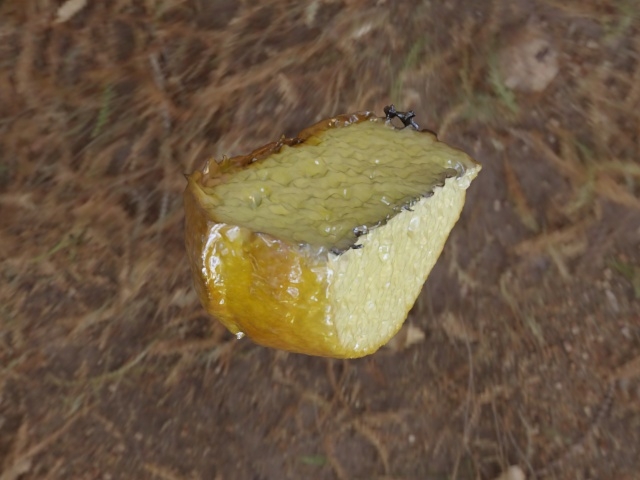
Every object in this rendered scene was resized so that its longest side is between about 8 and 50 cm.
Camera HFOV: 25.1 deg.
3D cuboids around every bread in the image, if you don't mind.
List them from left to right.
[{"bbox_3d":[0.001,0.006,0.963,0.129,0.260,0.134,23,120,22],"label":"bread"}]
